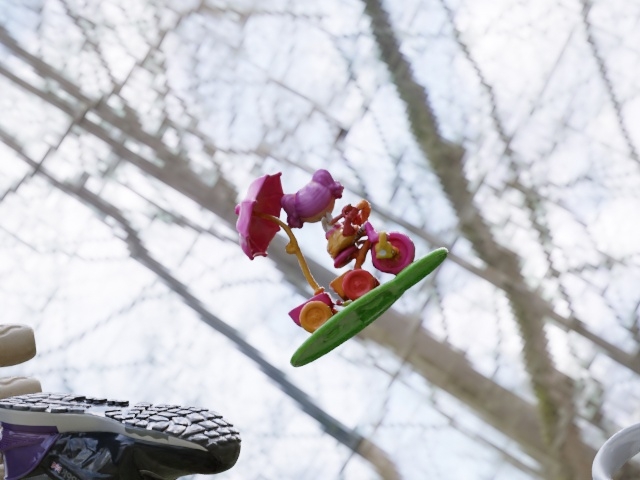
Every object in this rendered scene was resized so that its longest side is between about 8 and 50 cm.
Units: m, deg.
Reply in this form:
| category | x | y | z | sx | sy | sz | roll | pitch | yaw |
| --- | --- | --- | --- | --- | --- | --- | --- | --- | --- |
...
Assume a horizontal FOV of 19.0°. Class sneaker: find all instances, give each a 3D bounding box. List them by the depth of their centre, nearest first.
| category | x | y | z | sx | sy | sz | roll | pitch | yaw |
| --- | --- | --- | --- | --- | --- | --- | --- | --- | --- |
| sneaker | -0.194 | 0.224 | 1.880 | 0.107 | 0.283 | 0.124 | -7 | -81 | -55 |

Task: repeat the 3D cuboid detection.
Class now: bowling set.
| category | x | y | z | sx | sy | sz | roll | pitch | yaw |
| --- | --- | --- | --- | --- | --- | --- | --- | --- | --- |
| bowling set | -0.375 | 0.236 | 2.118 | 0.154 | 0.287 | 0.199 | -8 | -65 | -8 |

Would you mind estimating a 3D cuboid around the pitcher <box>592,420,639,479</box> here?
| category | x | y | z | sx | sy | sz | roll | pitch | yaw |
| --- | --- | --- | --- | --- | --- | --- | --- | --- | --- |
| pitcher | 0.269 | 0.144 | 1.212 | 0.178 | 0.207 | 0.125 | -37 | -65 | 7 |

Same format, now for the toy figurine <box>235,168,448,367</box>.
| category | x | y | z | sx | sy | sz | roll | pitch | yaw |
| --- | --- | --- | --- | --- | --- | --- | --- | --- | --- |
| toy figurine | 0.000 | 0.000 | 1.715 | 0.173 | 0.159 | 0.130 | -37 | -11 | 5 |
